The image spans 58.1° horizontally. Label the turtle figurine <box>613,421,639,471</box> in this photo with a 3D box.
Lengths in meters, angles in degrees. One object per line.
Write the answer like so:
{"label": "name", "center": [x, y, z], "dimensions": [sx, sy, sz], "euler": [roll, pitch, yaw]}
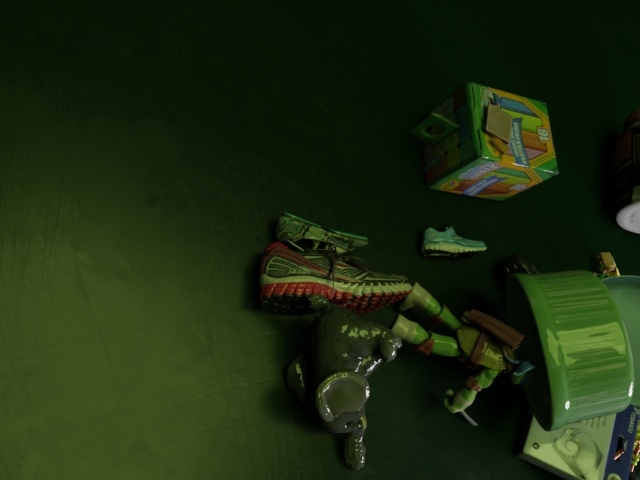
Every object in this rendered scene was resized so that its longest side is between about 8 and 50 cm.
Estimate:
{"label": "turtle figurine", "center": [0.727, 0.482, 1.296], "dimensions": [0.270, 0.087, 0.217], "euler": [-25, 94, -37]}

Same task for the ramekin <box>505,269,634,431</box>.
{"label": "ramekin", "center": [0.468, 0.199, 1.102], "dimensions": [0.148, 0.303, 0.303], "euler": [-10, 77, 7]}

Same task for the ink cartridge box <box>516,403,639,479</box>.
{"label": "ink cartridge box", "center": [0.548, 0.392, 1.196], "dimensions": [0.224, 0.045, 0.223], "euler": [23, 61, 9]}

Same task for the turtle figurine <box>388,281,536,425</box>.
{"label": "turtle figurine", "center": [0.254, 0.220, 1.114], "dimensions": [0.266, 0.274, 0.197], "euler": [31, 84, 5]}

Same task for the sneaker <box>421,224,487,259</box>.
{"label": "sneaker", "center": [0.286, -0.002, 1.225], "dimensions": [0.162, 0.063, 0.073], "euler": [6, 68, -27]}

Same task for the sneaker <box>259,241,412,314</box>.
{"label": "sneaker", "center": [0.036, 0.066, 1.034], "dimensions": [0.299, 0.121, 0.111], "euler": [8, 62, -29]}

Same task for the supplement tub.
{"label": "supplement tub", "center": [0.893, -0.191, 1.542], "dimensions": [0.194, 0.194, 0.315], "euler": [24, 65, -20]}

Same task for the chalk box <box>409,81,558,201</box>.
{"label": "chalk box", "center": [0.337, -0.211, 1.253], "dimensions": [0.289, 0.180, 0.179], "euler": [5, 72, -26]}

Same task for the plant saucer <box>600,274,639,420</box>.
{"label": "plant saucer", "center": [0.684, 0.236, 1.286], "dimensions": [0.318, 0.044, 0.317], "euler": [-1, 85, 12]}

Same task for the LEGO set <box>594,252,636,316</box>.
{"label": "LEGO set", "center": [0.694, 0.169, 1.394], "dimensions": [0.132, 0.107, 0.286], "euler": [18, 55, -61]}

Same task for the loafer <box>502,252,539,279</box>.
{"label": "loafer", "center": [0.481, 0.128, 1.281], "dimensions": [0.078, 0.076, 0.223], "euler": [-33, 95, -54]}

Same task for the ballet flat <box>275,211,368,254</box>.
{"label": "ballet flat", "center": [0.000, 0.000, 1.076], "dimensions": [0.189, 0.070, 0.070], "euler": [16, 67, -22]}

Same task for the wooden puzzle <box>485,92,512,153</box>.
{"label": "wooden puzzle", "center": [0.357, -0.235, 1.158], "dimensions": [0.079, 0.014, 0.116], "euler": [30, 62, -22]}

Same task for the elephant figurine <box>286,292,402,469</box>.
{"label": "elephant figurine", "center": [0.028, 0.242, 0.961], "dimensions": [0.186, 0.169, 0.239], "euler": [24, 79, 12]}
